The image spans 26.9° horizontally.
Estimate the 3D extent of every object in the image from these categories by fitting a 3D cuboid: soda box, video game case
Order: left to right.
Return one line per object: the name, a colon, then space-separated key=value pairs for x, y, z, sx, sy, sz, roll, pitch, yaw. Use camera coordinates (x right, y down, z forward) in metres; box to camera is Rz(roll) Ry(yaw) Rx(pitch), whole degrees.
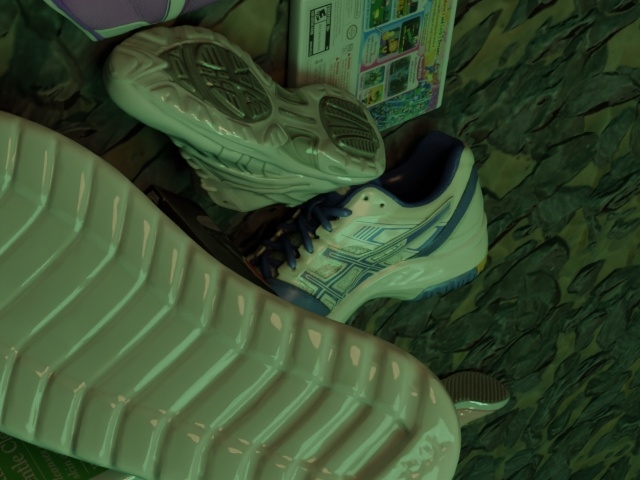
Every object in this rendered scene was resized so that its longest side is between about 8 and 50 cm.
soda box: x=-0.075 y=0.035 z=0.942 sx=0.053 sy=0.169 sz=0.060 roll=-50 pitch=146 yaw=11
video game case: x=0.038 y=-0.139 z=0.995 sx=0.143 sy=0.019 sz=0.157 roll=-24 pitch=142 yaw=-25

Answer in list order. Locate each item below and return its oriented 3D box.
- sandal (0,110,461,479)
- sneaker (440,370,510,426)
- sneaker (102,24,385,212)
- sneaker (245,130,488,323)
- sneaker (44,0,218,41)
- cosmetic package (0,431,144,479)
sandal: x=-0.112 y=0.063 z=0.831 sx=0.169 sy=0.416 sz=0.102 roll=-58 pitch=-172 yaw=-2
sneaker: x=0.138 y=0.183 z=1.431 sx=0.134 sy=0.051 sz=0.070 roll=-5 pitch=134 yaw=-37
sneaker: x=-0.065 y=-0.066 z=0.918 sx=0.232 sy=0.090 sz=0.115 roll=20 pitch=136 yaw=-42
sneaker: x=0.000 y=0.000 z=1.063 sx=0.296 sy=0.112 sz=0.131 roll=-24 pitch=125 yaw=-27
sneaker: x=-0.111 y=-0.213 z=0.694 sx=0.161 sy=0.102 sz=0.282 roll=-27 pitch=144 yaw=-15
cosmetic package: x=-0.301 y=0.205 z=0.891 sx=0.366 sy=0.197 sz=0.155 roll=-27 pitch=144 yaw=-23
